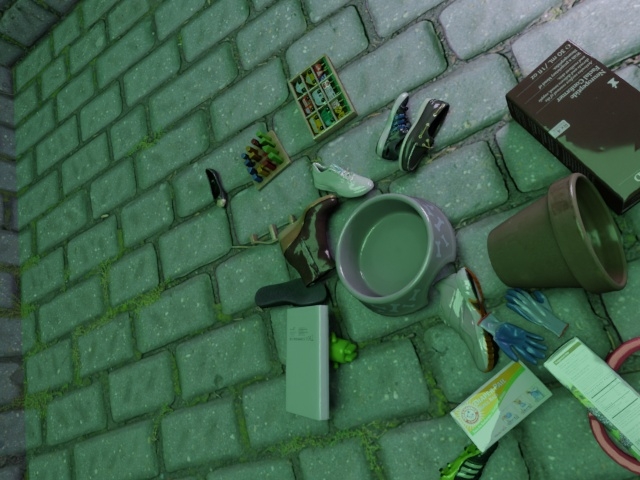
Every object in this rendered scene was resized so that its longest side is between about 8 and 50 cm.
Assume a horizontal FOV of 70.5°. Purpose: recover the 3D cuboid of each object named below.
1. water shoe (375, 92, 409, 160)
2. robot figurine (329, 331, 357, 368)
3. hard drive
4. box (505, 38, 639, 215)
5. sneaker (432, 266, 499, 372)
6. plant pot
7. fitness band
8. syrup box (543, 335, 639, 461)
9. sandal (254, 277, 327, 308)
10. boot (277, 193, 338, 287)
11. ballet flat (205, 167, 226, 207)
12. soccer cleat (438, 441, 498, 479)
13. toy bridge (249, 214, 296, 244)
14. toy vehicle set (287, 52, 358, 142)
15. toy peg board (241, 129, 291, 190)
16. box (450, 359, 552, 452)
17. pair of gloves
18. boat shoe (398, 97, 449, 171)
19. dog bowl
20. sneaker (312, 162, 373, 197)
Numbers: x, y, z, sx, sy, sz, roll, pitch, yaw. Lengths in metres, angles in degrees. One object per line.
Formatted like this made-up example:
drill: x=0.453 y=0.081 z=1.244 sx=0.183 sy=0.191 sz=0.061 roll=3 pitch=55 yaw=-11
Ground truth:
water shoe: x=0.236 y=-0.337 z=1.357 sx=0.080 sy=0.073 sz=0.203 roll=23 pitch=96 yaw=10
robot figurine: x=0.048 y=0.318 z=1.320 sx=0.115 sy=0.067 sz=0.101 roll=7 pitch=114 yaw=31
hard drive: x=-0.042 y=0.352 z=1.333 sx=0.203 sy=0.040 sz=0.307 roll=-18 pitch=69 yaw=56
box: x=0.638 y=-0.265 z=1.059 sx=0.191 sy=0.143 sz=0.381 roll=-43 pitch=64 yaw=16
sneaker: x=0.365 y=0.208 z=1.154 sx=0.121 sy=0.099 sz=0.262 roll=-25 pitch=61 yaw=32
plant pot: x=0.516 y=0.010 z=1.026 sx=0.229 sy=0.263 sz=0.263 roll=-23 pitch=68 yaw=42
fitness band: x=0.695 y=0.345 z=0.952 sx=0.209 sy=0.054 sz=0.291 roll=21 pitch=92 yaw=29
syrup box: x=0.585 y=0.314 z=0.930 sx=0.096 sy=0.093 sz=0.237 roll=-48 pitch=63 yaw=12
sandal: x=-0.088 y=0.172 z=1.437 sx=0.254 sy=0.054 sz=0.097 roll=-6 pitch=53 yaw=27
boot: x=0.000 y=0.000 z=1.400 sx=0.248 sy=0.090 sz=0.207 roll=-40 pitch=66 yaw=11
ballet flat: x=-0.396 y=-0.195 z=1.694 sx=0.057 sy=0.049 sz=0.173 roll=-33 pitch=65 yaw=21
soccer cleat: x=0.369 y=0.546 z=1.099 sx=0.179 sy=0.060 sz=0.072 roll=-45 pitch=84 yaw=12
toy bridge: x=-0.157 y=-0.024 z=1.534 sx=0.188 sy=0.026 sz=0.063 roll=-25 pitch=71 yaw=24
toy vehicle set: x=0.003 y=-0.481 z=1.529 sx=0.166 sy=0.035 sz=0.267 roll=-31 pitch=66 yaw=21
toy peg board: x=-0.212 y=-0.292 z=1.590 sx=0.160 sy=0.079 sz=0.161 roll=-38 pitch=63 yaw=18
box: x=0.410 y=0.380 z=1.041 sx=0.203 sy=0.114 sz=0.103 roll=-40 pitch=61 yaw=0
pair of gloves: x=0.478 y=0.192 z=1.059 sx=0.198 sy=0.023 sz=0.159 roll=-37 pitch=56 yaw=-22
boat shoe: x=0.296 y=-0.299 z=1.295 sx=0.068 sy=0.081 sz=0.228 roll=23 pitch=89 yaw=36
dog bowl: x=0.189 y=0.029 z=1.245 sx=0.349 sy=0.102 sz=0.349 roll=-16 pitch=65 yaw=37
sneaker: x=0.060 y=-0.195 z=1.392 sx=0.212 sy=0.094 sz=0.080 roll=13 pitch=46 yaw=31
